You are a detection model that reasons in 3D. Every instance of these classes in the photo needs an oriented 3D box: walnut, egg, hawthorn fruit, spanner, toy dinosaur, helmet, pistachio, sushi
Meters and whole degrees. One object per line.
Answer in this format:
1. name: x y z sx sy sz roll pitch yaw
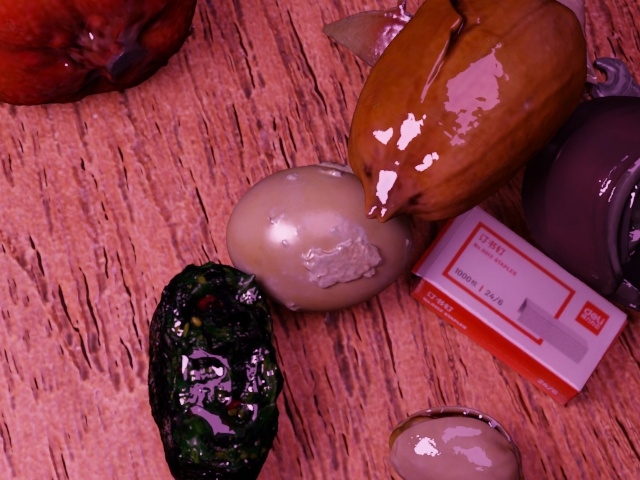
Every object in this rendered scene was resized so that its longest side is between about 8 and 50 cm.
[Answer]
1. walnut: 0.143 -0.141 1.713 0.209 0.209 0.336 37 63 4
2. egg: -0.001 -0.001 1.744 0.201 0.164 0.164 0 66 -13
3. hawthorn fruit: -0.286 -0.293 1.746 0.311 0.295 0.295 44 63 8
4. spanner: 0.451 -0.123 2.004 0.302 0.017 0.071 37 62 4
5. toy dinosaur: 0.163 -0.183 1.906 0.327 0.113 0.206 0 103 6
6. helmet: 0.340 -0.050 1.835 0.177 0.305 0.225 28 93 33
7. pistachio: 0.144 0.228 1.717 0.149 0.113 0.113 12 62 7
8. sushi: -0.109 0.137 1.671 0.124 0.127 0.225 -1 68 -15

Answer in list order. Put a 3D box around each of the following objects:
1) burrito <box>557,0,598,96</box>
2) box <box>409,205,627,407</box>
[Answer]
1. burrito: 0.293 -0.271 2.004 0.087 0.060 0.226 1 65 -14
2. box: 0.218 0.069 1.833 0.229 0.050 0.123 37 62 3
